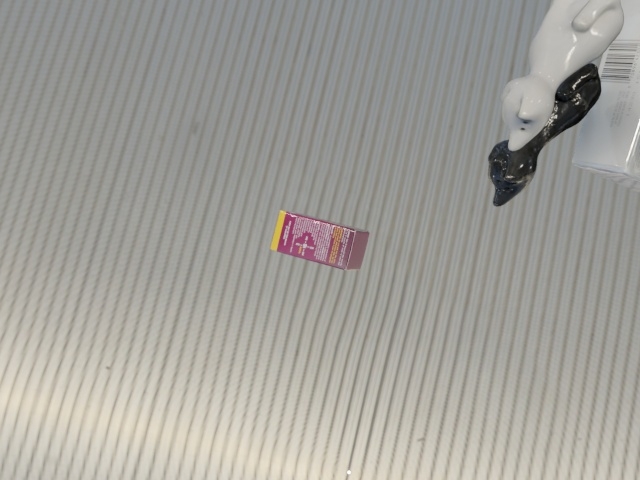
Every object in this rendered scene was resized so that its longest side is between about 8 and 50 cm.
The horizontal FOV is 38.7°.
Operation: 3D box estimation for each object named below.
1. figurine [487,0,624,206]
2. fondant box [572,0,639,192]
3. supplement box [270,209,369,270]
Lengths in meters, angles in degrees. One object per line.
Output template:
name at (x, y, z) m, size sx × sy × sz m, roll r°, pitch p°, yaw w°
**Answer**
figurine at (0.263, -0.165, 1.073) m, size 0.092 × 0.215 × 0.209 m, roll 27°, pitch 69°, yaw 17°
fondant box at (0.520, -0.175, 1.298) m, size 0.330 × 0.096 × 0.238 m, roll 15°, pitch 92°, yaw -37°
supplement box at (0.000, 0.000, 0.918) m, size 0.083 × 0.055 × 0.043 m, roll 15°, pitch 93°, yaw 18°
